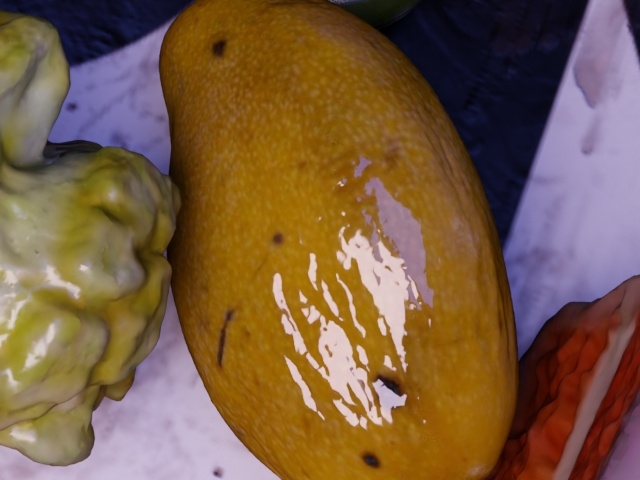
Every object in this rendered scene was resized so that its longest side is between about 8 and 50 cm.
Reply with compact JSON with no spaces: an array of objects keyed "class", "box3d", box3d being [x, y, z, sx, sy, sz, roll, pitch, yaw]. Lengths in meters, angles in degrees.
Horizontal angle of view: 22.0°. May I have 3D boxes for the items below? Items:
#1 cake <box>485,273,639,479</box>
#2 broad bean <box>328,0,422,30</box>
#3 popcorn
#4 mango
[{"class":"cake","box3d":[0.160,0.179,0.665,0.230,0.237,0.309,31,73,-2]},{"class":"broad bean","box3d":[0.065,-0.168,0.837,0.060,0.043,0.297,40,70,19]},{"class":"popcorn","box3d":[-0.144,0.008,0.681,0.187,0.185,0.167,43,75,9]},{"class":"mango","box3d":[-0.003,0.002,0.725,0.109,0.157,0.262,-15,76,-52]}]
